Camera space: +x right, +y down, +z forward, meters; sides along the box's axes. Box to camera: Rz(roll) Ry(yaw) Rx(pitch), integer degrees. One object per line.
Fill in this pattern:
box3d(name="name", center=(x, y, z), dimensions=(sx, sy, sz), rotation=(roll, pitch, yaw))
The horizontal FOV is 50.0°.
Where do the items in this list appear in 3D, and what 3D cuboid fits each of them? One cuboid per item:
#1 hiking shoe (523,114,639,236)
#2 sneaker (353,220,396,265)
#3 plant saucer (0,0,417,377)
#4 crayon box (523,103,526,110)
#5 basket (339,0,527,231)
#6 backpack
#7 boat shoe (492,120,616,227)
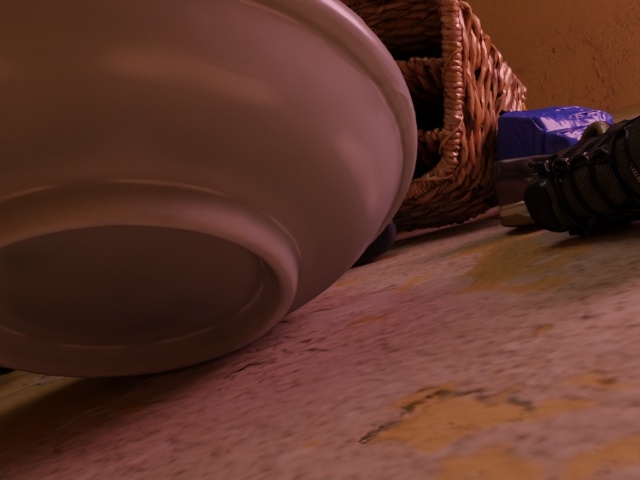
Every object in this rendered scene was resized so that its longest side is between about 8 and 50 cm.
box3d(name="hiking shoe", center=(0.207, -0.036, 0.482), dimensions=(0.114, 0.086, 0.227), rotation=(-31, -3, 10))
box3d(name="sneaker", center=(0.000, 0.000, 0.789), dimensions=(0.209, 0.069, 0.082), rotation=(-15, 2, 32))
box3d(name="plant saucer", center=(-0.126, 0.003, 0.435), dimensions=(0.400, 0.100, 0.400), rotation=(-8, -31, -5))
box3d(name="crayon box", center=(0.249, -0.160, 1.149), dimensions=(0.202, 0.081, 0.318), rotation=(-16, -9, 15))
box3d(name="basket", center=(0.051, -0.143, 0.808), dimensions=(0.299, 0.213, 0.223), rotation=(9, -15, 40))
box3d(name="backpack", center=(0.263, -0.092, 0.738), dimensions=(0.120, 0.098, 0.101), rotation=(-11, 22, -27))
box3d(name="boat shoe", center=(0.264, -0.075, 0.631), dimensions=(0.223, 0.073, 0.080), rotation=(-19, 5, -6))
